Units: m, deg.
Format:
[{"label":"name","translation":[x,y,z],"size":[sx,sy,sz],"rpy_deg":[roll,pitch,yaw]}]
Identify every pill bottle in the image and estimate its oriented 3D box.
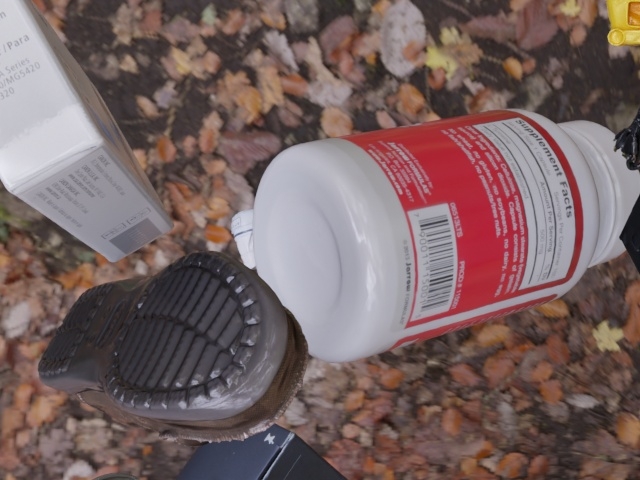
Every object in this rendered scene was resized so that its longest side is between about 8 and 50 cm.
[{"label":"pill bottle","translation":[0.150,-0.020,1.257],"size":[0.229,0.407,0.229],"rpy_deg":[25,121,51]}]

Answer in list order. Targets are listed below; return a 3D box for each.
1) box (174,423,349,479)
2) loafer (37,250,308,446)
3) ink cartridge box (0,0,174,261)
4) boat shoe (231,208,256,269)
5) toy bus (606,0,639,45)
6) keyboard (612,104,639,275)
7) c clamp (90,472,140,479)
[{"label":"box","translation":[-0.043,0.281,1.129],"size":[0.108,0.207,0.153],"rpy_deg":[16,64,50]},{"label":"loafer","translation":[-0.102,0.095,0.918],"size":[0.366,0.130,0.134],"rpy_deg":[-1,56,60]},{"label":"ink cartridge box","translation":[-0.208,-0.125,0.782],"size":[0.066,0.296,0.261],"rpy_deg":[-31,83,-4]},{"label":"boat shoe","translation":[0.000,0.000,1.390],"size":[0.226,0.083,0.076],"rpy_deg":[-5,77,-23]},{"label":"toy bus","translation":[0.425,-0.264,1.280],"size":[0.220,0.149,0.211],"rpy_deg":[0,98,25]},{"label":"keyboard","translation":[0.358,-0.087,1.118],"size":[0.033,0.317,0.201],"rpy_deg":[-7,52,-15]},{"label":"c clamp","translation":[-0.251,0.340,1.301],"size":[0.022,0.137,0.161],"rpy_deg":[-18,61,47]}]
